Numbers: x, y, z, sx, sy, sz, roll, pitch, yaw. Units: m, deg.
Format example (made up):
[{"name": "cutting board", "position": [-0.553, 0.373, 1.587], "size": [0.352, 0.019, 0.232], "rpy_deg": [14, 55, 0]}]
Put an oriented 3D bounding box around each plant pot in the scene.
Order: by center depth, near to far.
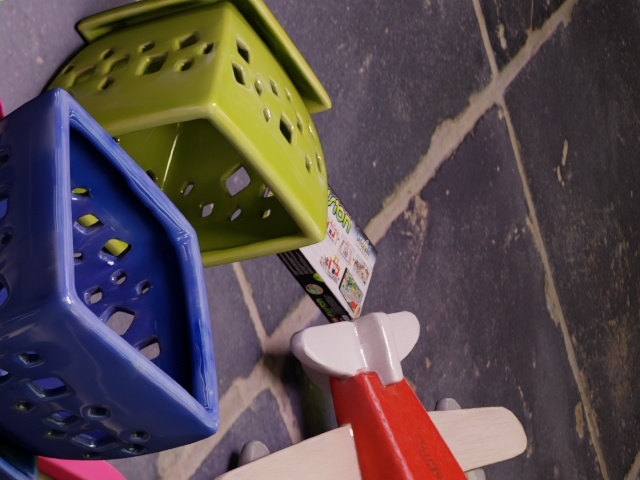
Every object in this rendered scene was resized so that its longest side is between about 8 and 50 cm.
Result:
[{"name": "plant pot", "position": [-0.235, 0.056, 1.337], "size": [0.236, 0.212, 0.236], "rpy_deg": [50, 21, -46]}, {"name": "plant pot", "position": [-0.125, -0.120, 1.587], "size": [0.227, 0.228, 0.207], "rpy_deg": [51, 39, -43]}]

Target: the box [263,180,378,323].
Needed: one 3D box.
[{"name": "box", "position": [0.000, 0.000, 1.960], "size": [0.207, 0.036, 0.114], "rpy_deg": [54, 43, -42]}]

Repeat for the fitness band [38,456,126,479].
[{"name": "fitness band", "position": [-0.255, 0.286, 1.479], "size": [0.291, 0.054, 0.209], "rpy_deg": [43, 48, -50]}]

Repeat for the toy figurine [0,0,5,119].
[{"name": "toy figurine", "position": [-0.327, -0.127, 1.366], "size": [0.173, 0.130, 0.159], "rpy_deg": [-20, 114, -37]}]

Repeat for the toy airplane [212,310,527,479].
[{"name": "toy airplane", "position": [0.062, 0.273, 1.864], "size": [0.386, 0.272, 0.384], "rpy_deg": [30, 40, -13]}]
